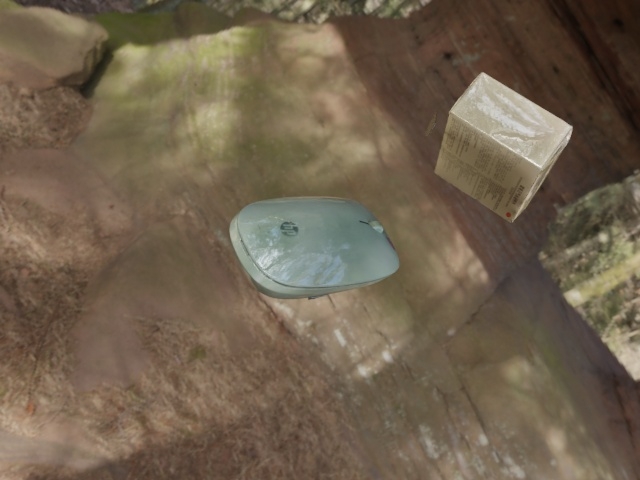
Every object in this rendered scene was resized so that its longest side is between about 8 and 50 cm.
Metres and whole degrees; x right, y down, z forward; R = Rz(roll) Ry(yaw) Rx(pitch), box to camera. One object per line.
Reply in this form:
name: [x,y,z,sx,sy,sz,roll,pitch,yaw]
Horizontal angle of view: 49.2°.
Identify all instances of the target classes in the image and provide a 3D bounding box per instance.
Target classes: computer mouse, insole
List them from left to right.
computer mouse: [0.002,-0.004,1.020,0.288,0.097,0.160,-10,59,-36]
insole: [0.221,-0.230,1.387,0.002,0.053,0.153,27,17,0]

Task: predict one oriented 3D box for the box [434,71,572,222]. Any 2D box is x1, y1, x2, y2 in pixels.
box: [0.285,-0.142,1.123,0.168,0.095,0.212,38,-15,14]
